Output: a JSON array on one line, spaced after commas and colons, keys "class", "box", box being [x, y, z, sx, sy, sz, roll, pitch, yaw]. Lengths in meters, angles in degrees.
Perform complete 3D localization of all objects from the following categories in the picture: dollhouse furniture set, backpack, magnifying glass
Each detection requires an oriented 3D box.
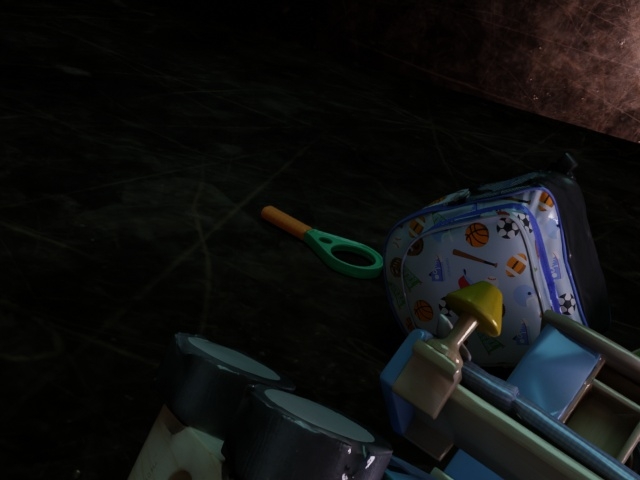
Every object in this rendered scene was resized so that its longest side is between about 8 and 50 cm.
[{"class": "dollhouse furniture set", "box": [0.225, 0.143, 0.693, 0.286, 0.303, 0.198, 32, 73, 24]}, {"class": "backpack", "box": [0.214, 0.051, 1.185, 0.263, 0.277, 0.213, -11, 2, 40]}, {"class": "magnifying glass", "box": [0.000, 0.000, 1.458, 0.231, 0.026, 0.092, 27, 27, 28]}]

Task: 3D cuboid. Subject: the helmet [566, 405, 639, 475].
[{"class": "helmet", "box": [0.235, 0.232, 0.910, 0.169, 0.169, 0.162, 23, 70, 19]}]

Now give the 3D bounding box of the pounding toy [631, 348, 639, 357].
[{"class": "pounding toy", "box": [0.448, 0.206, 1.082, 0.236, 0.183, 0.110, -8, 49, -4]}]

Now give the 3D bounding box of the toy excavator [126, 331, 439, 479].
[{"class": "toy excavator", "box": [0.091, 0.274, 0.668, 0.445, 0.222, 0.433, 24, -2, -30]}]
